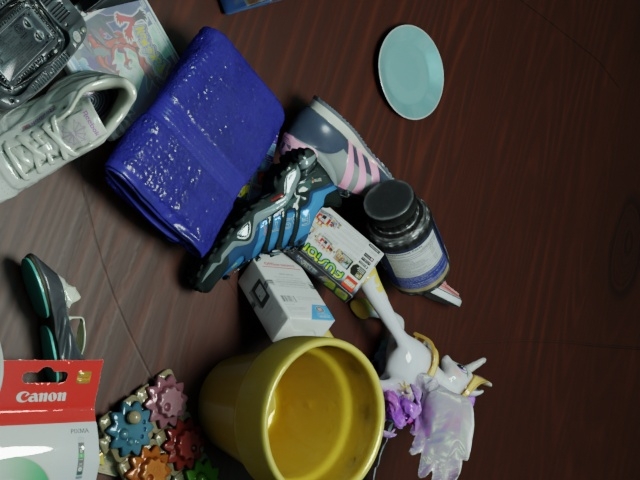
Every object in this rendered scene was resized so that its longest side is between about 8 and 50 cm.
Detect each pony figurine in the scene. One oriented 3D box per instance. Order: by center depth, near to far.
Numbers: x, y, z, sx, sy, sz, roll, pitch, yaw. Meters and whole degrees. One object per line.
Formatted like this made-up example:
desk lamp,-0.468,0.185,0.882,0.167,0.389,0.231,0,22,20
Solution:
pony figurine,0.144,0.272,1.812,0.363,0.303,0.351,40,54,-17

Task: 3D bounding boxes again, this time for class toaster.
toaster,-0.437,-0.254,1.357,0.129,0.146,0.227,50,58,-28

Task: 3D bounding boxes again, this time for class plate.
plate,0.175,-0.332,1.984,0.188,0.024,0.188,0,90,-42

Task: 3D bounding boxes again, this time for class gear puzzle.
gear puzzle,-0.227,0.388,1.586,0.175,0.044,0.339,-35,112,-44

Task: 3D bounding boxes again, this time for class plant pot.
plant pot,-0.066,0.277,1.613,0.254,0.239,0.254,1,88,-42

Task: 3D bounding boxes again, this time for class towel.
towel,-0.195,-0.156,1.578,0.227,0.076,0.308,50,59,-37

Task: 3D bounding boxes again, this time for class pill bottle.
pill bottle,0.155,-0.007,1.824,0.123,0.123,0.219,-59,143,-26

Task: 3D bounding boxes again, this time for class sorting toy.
sorting toy,-0.315,0.331,1.541,0.083,0.012,0.062,26,72,-38

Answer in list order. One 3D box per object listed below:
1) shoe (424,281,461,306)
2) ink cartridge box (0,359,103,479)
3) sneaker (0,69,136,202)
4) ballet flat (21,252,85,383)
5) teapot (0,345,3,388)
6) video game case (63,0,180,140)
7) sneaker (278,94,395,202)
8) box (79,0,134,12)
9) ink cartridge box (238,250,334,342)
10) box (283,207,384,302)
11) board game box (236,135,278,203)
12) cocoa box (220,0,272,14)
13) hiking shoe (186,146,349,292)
shoe,0.225,0.069,1.993,0.178,0.063,0.081,27,76,-33
ink cartridge box,-0.394,0.282,1.411,0.181,0.056,0.225,6,103,-41
sneaker,-0.388,-0.150,1.389,0.305,0.152,0.114,-43,118,-25
ballet flat,-0.380,0.108,1.452,0.074,0.074,0.203,-21,109,-40
teapot,-0.541,0.165,1.242,0.252,0.187,0.256,-6,66,-60
video game case,-0.311,-0.286,1.552,0.183,0.023,0.201,-44,117,-33
sneaker,0.041,-0.122,1.829,0.131,0.112,0.319,-46,126,-2
box,-0.267,-0.472,1.527,0.261,0.103,0.184,-27,100,-39
ink cartridge box,-0.066,0.090,1.699,0.104,0.180,0.060,7,128,-41
box,0.000,0.000,1.752,0.207,0.036,0.114,41,58,-3
board game box,-0.166,-0.147,1.670,0.201,0.035,0.136,20,76,-40
cocoa box,-0.010,-0.548,1.687,0.347,0.228,0.231,-30,108,-38
hiking shoe,-0.085,-0.012,1.643,0.304,0.113,0.132,-46,110,-10
